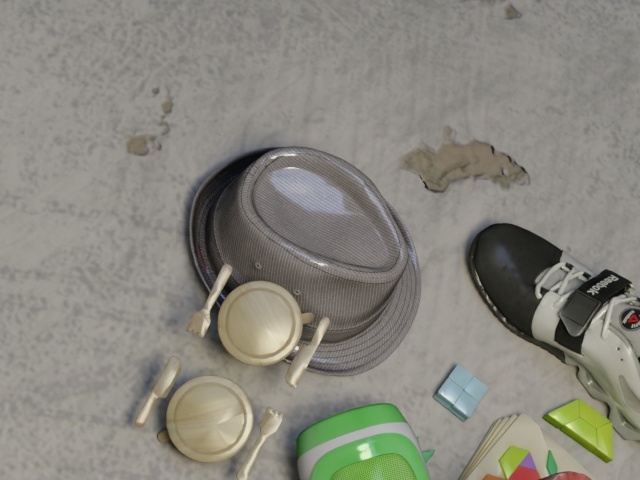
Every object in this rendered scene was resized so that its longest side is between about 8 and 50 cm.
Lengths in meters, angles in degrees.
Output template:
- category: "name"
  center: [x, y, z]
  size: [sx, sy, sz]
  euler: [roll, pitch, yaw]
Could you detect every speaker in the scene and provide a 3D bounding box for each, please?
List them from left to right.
- category: "speaker"
  center: [0.071, 0.317, 1.656]
  size: [0.131, 0.131, 0.296]
  euler: [-11, 71, -24]

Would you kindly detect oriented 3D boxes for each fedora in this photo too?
- category: "fedora"
  center: [0.000, 0.000, 1.777]
  size: [0.275, 0.124, 0.243]
  euler: [40, 60, 2]

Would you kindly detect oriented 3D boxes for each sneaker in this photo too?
- category: "sneaker"
  center: [0.312, 0.085, 1.840]
  size: [0.330, 0.146, 0.122]
  euler: [42, 61, 4]

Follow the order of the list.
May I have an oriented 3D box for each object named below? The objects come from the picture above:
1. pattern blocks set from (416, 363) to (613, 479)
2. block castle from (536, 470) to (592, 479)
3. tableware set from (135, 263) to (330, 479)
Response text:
- category: "pattern blocks set"
  center: [0.232, 0.289, 1.783]
  size: [0.325, 0.026, 0.285]
  euler: [30, 60, -4]
- category: "block castle"
  center: [0.290, 0.441, 1.547]
  size: [0.453, 0.213, 0.303]
  euler: [40, 56, -25]
- category: "tableware set"
  center: [-0.086, 0.133, 1.694]
  size: [0.128, 0.039, 0.194]
  euler: [29, 81, -1]
